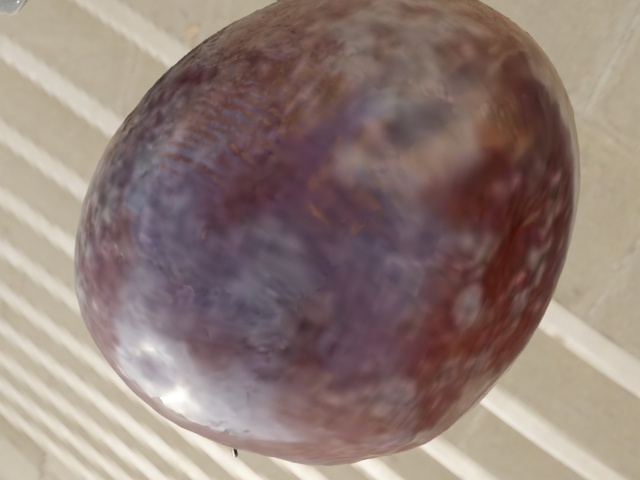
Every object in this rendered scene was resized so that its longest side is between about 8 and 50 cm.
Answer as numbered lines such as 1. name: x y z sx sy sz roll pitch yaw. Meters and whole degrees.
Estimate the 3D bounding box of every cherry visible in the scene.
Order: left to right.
1. cherry: 0.000 0.000 0.745 0.213 0.236 0.285 39 124 17

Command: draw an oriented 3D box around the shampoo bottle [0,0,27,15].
1. shampoo bottle: -0.352 -0.382 1.528 0.266 0.273 0.273 38 141 -14
